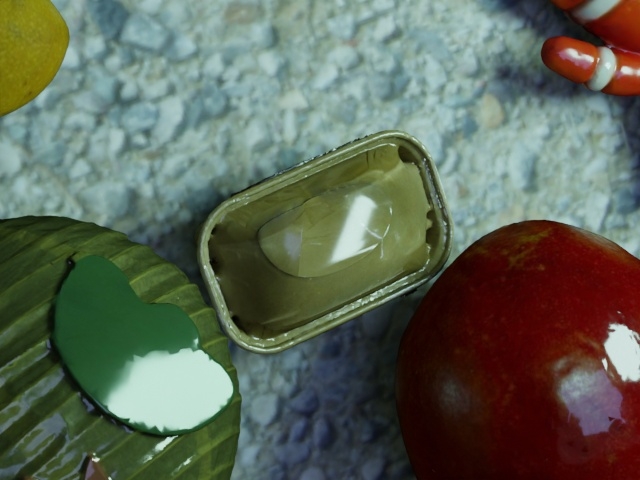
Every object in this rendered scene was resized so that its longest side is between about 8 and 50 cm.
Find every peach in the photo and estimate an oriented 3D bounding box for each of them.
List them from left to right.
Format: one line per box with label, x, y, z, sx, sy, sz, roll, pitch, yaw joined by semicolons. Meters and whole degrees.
peach;0.163;0.100;1.271;0.243;0.199;0.243;-6;98;-47

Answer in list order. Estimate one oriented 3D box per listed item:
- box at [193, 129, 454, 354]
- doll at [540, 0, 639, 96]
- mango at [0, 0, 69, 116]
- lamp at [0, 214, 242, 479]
box;0.000;0.000;1.239;0.177;0.111;0.111;-25;105;-21
doll;0.269;-0.145;1.360;0.336;0.105;0.199;40;75;-15
mango;-0.267;-0.170;1.087;0.295;0.120;0.177;45;78;-22
lamp;-0.178;0.083;1.096;0.250;0.250;0.284;-37;84;-18
